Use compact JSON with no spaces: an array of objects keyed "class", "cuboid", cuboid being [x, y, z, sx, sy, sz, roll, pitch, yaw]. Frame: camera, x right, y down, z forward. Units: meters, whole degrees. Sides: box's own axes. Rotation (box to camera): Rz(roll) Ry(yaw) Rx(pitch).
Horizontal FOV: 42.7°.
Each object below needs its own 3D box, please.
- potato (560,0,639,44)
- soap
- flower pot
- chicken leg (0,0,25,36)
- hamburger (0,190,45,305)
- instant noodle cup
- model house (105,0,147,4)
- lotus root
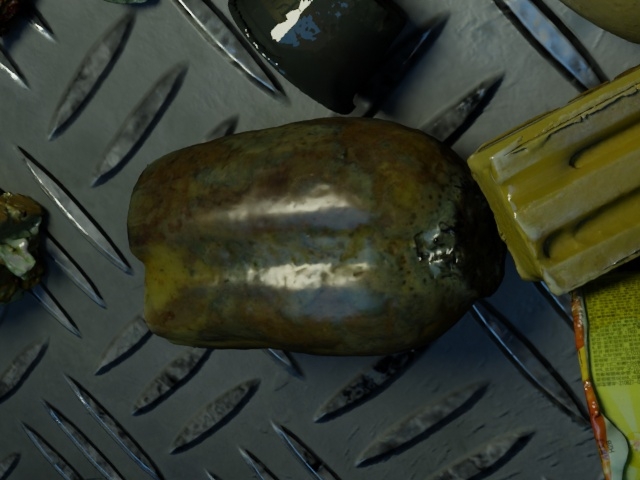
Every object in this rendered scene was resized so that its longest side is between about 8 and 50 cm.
[{"class":"potato","cuboid":[0.245,-0.239,0.643,0.157,0.157,0.194,-26,112,33]},{"class":"soap","cuboid":[0.256,-0.064,0.685,0.233,0.076,0.135,-27,99,0]},{"class":"flower pot","cuboid":[0.005,-0.210,0.767,0.157,0.157,0.107,44,111,2]},{"class":"chicken leg","cuboid":[-0.374,-0.330,0.943,0.105,0.063,0.233,33,121,4]},{"class":"hamburger","cuboid":[-0.511,0.008,1.097,0.288,0.192,0.167,15,108,19]},{"class":"instant noodle cup","cuboid":[0.343,0.131,0.703,0.200,0.264,0.264,-13,106,20]},{"class":"model house","cuboid":[-0.223,-0.304,0.889,0.079,0.066,0.083,3,132,13]},{"class":"lotus root","cuboid":[0.000,0.000,0.806,0.346,0.250,0.250,-3,111,28]}]
